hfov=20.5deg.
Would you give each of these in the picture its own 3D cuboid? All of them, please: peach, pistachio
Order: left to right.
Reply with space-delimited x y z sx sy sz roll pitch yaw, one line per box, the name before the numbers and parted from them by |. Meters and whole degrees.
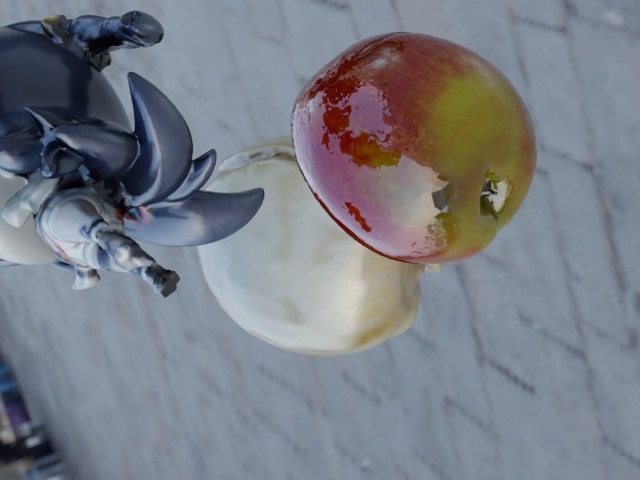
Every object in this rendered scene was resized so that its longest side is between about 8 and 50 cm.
pistachio | 0.000 0.000 1.693 0.238 0.229 0.321 39 157 -13
peach | 0.074 -0.077 1.442 0.192 0.190 0.190 40 151 27

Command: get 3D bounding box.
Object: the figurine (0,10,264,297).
figurine | -0.171 -0.051 1.133 0.265 0.197 0.175 6 133 29
